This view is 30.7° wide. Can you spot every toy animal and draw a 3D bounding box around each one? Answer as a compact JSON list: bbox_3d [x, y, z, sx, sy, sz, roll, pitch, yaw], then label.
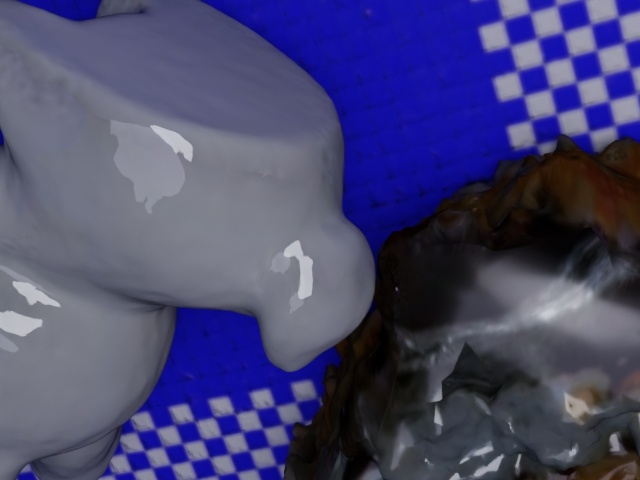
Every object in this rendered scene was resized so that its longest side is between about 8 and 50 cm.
[{"bbox_3d":[-0.132,0.044,0.671,0.241,0.196,0.367,44,119,11],"label":"toy animal"}]

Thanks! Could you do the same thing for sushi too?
[{"bbox_3d":[0.178,0.152,0.688,0.417,0.176,0.417,4,113,9],"label":"sushi"}]

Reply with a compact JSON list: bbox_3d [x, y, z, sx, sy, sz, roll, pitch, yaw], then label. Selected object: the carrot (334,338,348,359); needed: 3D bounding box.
[{"bbox_3d":[0.000,0.000,0.736,0.037,0.037,0.190,-7,116,14],"label":"carrot"}]
